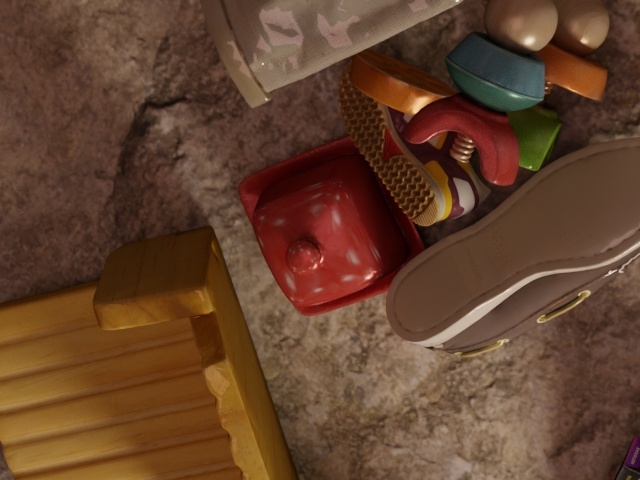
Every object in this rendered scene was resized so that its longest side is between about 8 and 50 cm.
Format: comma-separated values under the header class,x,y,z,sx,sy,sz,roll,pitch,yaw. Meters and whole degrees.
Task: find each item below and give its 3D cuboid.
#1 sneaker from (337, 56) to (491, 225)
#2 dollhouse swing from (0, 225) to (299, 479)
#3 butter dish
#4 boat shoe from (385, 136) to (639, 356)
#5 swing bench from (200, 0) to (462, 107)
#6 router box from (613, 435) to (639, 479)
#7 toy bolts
class,x,y,z,sx,sy,sz,roll,pitch,yaw
sneaker,0.087,-0.099,1.632,0.185,0.084,0.069,62,144,17
dollhouse swing,-0.198,0.206,1.726,0.305,0.315,0.346,-16,104,3
butter dish,0.000,0.000,1.662,0.160,0.118,0.160,-21,101,24
boat shoe,0.216,0.012,1.604,0.324,0.097,0.116,-32,56,23
swing bench,0.047,-0.260,1.474,0.253,0.254,0.165,-23,100,25
router box,0.332,0.278,1.654,0.133,0.046,0.179,23,138,10
toy bolts,0.140,-0.162,1.490,0.218,0.228,0.158,26,106,6
